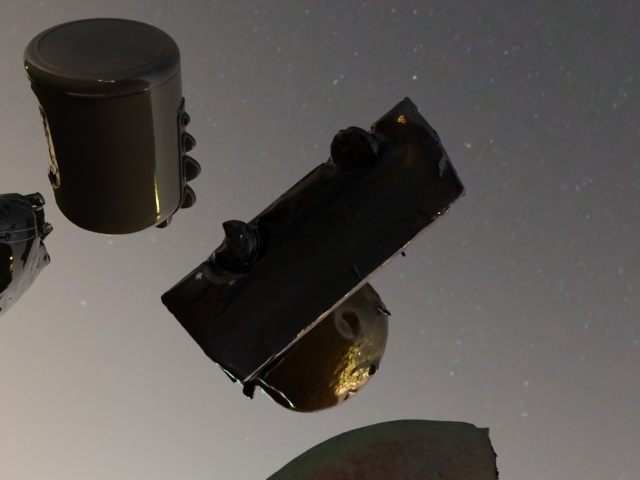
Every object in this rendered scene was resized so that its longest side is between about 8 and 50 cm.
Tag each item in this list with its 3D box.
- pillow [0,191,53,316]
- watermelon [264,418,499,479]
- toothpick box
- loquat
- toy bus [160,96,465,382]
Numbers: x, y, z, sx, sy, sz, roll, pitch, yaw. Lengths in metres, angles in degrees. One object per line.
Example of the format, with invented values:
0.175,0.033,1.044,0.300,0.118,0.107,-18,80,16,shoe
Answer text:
-0.327,0.072,0.495,0.092,0.335,0.161,50,-20,9,pillow
0.015,0.275,0.466,0.188,0.321,0.175,11,-56,6,watermelon
-0.294,-0.145,1.115,0.229,0.229,0.316,21,-48,19,toothpick box
-0.026,0.126,1.045,0.244,0.244,0.243,22,-36,17,loquat
0.000,0.000,0.751,0.138,0.317,0.112,50,-7,5,toy bus
